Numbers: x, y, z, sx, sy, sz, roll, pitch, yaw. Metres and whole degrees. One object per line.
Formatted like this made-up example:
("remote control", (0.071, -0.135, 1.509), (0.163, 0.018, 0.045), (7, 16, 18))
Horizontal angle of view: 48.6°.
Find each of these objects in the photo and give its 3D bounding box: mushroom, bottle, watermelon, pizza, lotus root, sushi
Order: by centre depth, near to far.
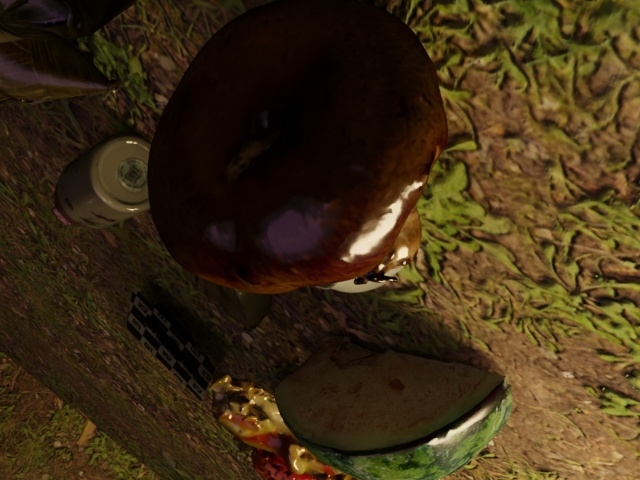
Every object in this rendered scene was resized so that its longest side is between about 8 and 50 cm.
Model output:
("mushroom", (-0.025, -0.075, 0.616), (0.267, 0.267, 0.254), (37, 179, 8))
("watermelon", (0.097, 0.220, 0.897), (0.305, 0.224, 0.180), (2, 87, 44))
("lotus root", (-0.122, 0.040, 0.977), (0.143, 0.070, 0.144), (41, 154, 14))
("bottle", (-0.312, -0.074, 1.011), (0.110, 0.110, 0.233), (53, 148, -17))
("pizza", (-0.052, 0.326, 1.124), (0.406, 0.130, 0.439), (39, 157, -33))
("sushi", (-0.271, 0.186, 1.343), (0.215, 0.050, 0.192), (43, 146, 9))

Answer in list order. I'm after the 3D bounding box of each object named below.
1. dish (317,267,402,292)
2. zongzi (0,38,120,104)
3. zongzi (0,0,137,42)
("dish", (0.000, 0.000, 0.791), (0.190, 0.066, 0.191), (29, 147, 21))
("zongzi", (-0.374, -0.267, 0.847), (0.242, 0.112, 0.221), (8, 135, 32))
("zongzi", (-0.357, -0.320, 0.670), (0.317, 0.154, 0.289), (0, 128, 29))
